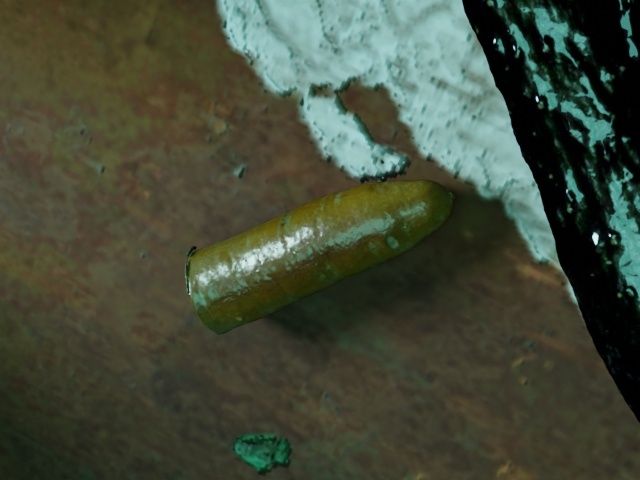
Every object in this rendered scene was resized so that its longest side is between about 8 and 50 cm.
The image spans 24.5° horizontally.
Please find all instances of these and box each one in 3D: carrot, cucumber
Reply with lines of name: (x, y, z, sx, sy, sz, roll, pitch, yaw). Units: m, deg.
carrot: (0.000, 0.000, 0.716, 0.139, 0.048, 0.048, -24, 97, 22)
cucumber: (0.121, -0.047, 0.639, 0.072, 0.081, 0.303, -15, 104, 33)
